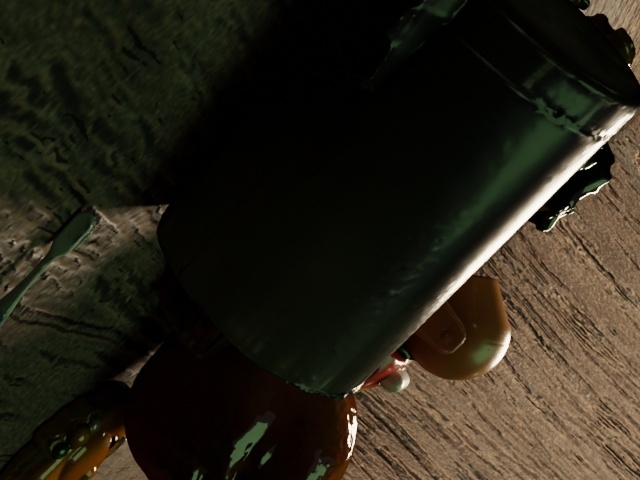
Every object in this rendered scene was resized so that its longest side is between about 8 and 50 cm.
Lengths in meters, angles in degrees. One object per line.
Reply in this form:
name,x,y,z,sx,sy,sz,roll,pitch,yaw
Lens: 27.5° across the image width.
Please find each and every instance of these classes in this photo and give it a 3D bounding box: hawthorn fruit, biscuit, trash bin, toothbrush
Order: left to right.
toothbrush,-0.223,0.060,0.855,0.219,0.016,0.019,-46,178,5
biscuit,-0.236,0.204,1.260,0.170,0.050,0.170,-43,170,-10
hawthorn fruit,-0.069,0.148,1.260,0.224,0.224,0.261,-53,-161,40
trash bin,0.044,-0.058,0.910,0.301,0.203,0.252,-48,151,24

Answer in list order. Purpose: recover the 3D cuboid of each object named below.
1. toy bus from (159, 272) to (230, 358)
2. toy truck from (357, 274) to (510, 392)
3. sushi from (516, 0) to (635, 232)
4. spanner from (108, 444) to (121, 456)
toy bus,0.000,0.000,1.246,0.409,0.092,0.093,-29,159,-54
toy truck,0.073,0.102,1.511,0.265,0.239,0.189,-45,169,9
sushi,0.168,-0.123,1.132,0.213,0.200,0.204,-49,162,-4
spanner,-0.163,0.175,1.512,0.254,0.015,0.054,-36,166,-37
